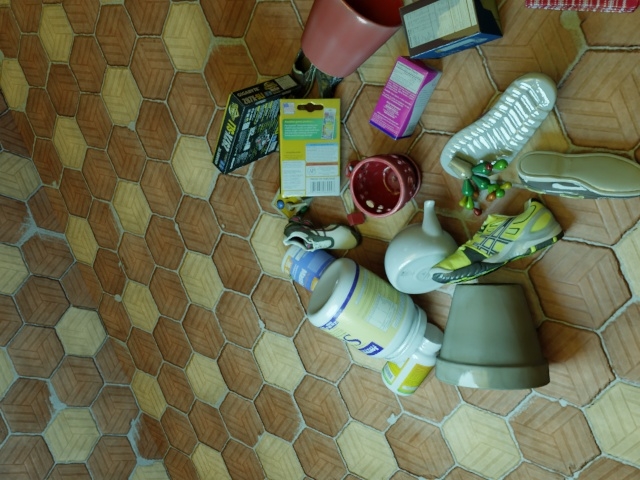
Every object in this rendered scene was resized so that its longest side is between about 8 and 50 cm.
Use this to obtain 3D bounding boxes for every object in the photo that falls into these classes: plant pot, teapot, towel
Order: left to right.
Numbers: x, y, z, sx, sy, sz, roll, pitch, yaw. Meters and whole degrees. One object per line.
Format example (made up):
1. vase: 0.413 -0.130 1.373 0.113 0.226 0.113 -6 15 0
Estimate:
1. plant pot: 0.080 -0.641 1.655 0.275 0.274 0.243 53 137 9
2. plant pot: 0.212 -0.179 1.746 0.191 0.174 0.191 11 110 32
3. teapot: 0.306 0.036 1.745 0.255 0.252 0.187 -30 48 18
4. plant pot: 0.499 0.267 1.633 0.322 0.323 0.281 -2 88 35
5. towel: 0.658 -0.675 1.373 0.274 0.031 0.199 17 113 30

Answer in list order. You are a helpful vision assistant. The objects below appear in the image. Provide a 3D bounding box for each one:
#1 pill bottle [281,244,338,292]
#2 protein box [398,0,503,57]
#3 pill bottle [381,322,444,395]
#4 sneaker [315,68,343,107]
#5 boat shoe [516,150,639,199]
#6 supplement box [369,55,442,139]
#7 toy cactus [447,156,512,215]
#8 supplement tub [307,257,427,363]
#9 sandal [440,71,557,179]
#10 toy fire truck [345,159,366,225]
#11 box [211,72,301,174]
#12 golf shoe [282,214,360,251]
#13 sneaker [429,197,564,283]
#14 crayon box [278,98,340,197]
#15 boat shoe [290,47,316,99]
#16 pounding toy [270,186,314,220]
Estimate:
1. pill bottle: 0.005 0.120 1.997 0.271 0.152 0.153 32 120 24
2. protein box: 0.355 -0.588 1.503 0.201 0.199 0.136 -8 100 36
3. pill bottle: 0.317 0.396 1.876 0.136 0.136 0.246 39 123 19
4. sneaker: 0.037 -0.523 1.835 0.089 0.051 0.170 -4 110 26
5. boat shoe: 0.689 -0.163 1.470 0.324 0.097 0.117 12 70 28
6. supplement box: 0.256 -0.431 1.677 0.114 0.111 0.220 38 122 20
7. toy cactus: 0.443 -0.169 1.597 0.180 0.112 0.219 37 155 10
8. supplement tub: 0.150 0.231 1.792 0.331 0.241 0.241 31 126 -14
9. sandal: 0.503 -0.308 1.551 0.169 0.102 0.416 40 142 -4
10. toy fire truck: 0.119 -0.160 1.882 0.135 0.047 0.192 136 122 -64
11. box: -0.222 -0.390 1.884 0.079 0.257 0.322 45 141 13
12. golf shoe: 0.000 0.000 1.952 0.272 0.120 0.105 10 131 10
13. sneaker: 0.485 0.011 1.593 0.384 0.145 0.147 -24 77 4
14. crayon box: -0.038 -0.313 1.868 0.202 0.083 0.323 -2 108 -8
15. boat shoe: -0.066 -0.574 1.864 0.095 0.095 0.258 41 123 18
16. pounding toy: -0.097 -0.139 2.018 0.141 0.100 0.130 42 124 17
